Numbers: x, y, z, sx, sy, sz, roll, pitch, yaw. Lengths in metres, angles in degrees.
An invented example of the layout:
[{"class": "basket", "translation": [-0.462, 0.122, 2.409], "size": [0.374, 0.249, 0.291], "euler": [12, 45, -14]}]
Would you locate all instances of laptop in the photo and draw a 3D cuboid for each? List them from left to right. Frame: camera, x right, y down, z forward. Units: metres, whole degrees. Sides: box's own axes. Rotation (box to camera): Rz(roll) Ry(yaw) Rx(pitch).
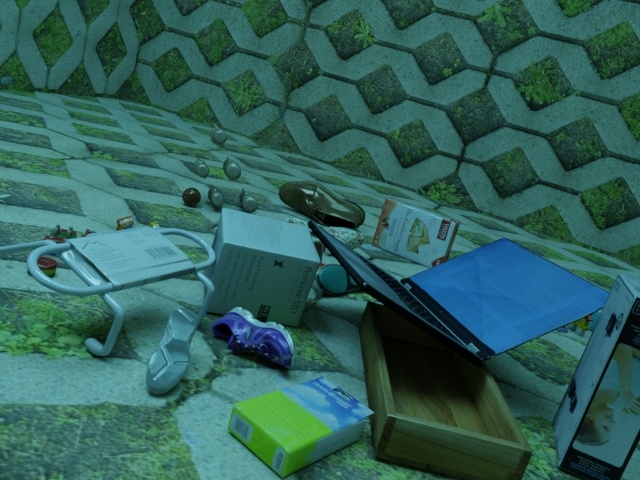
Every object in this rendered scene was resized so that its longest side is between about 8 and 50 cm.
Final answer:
[{"class": "laptop", "translation": [0.237, 0.034, 1.126], "size": [0.408, 0.236, 0.382], "euler": [34, 5, -21]}]

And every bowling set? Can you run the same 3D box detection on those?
[{"class": "bowling set", "translation": [-0.325, -0.186, 1.798], "size": [0.200, 0.287, 0.154], "euler": [-22, 17, -8]}]

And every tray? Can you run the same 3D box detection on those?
[{"class": "tray", "translation": [0.178, 0.231, 0.998], "size": [0.202, 0.076, 0.411], "euler": [15, 16, -3]}]

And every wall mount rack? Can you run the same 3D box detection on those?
[{"class": "wall mount rack", "translation": [-0.353, 0.042, 0.983], "size": [0.304, 0.130, 0.350], "euler": [37, 22, 21]}]

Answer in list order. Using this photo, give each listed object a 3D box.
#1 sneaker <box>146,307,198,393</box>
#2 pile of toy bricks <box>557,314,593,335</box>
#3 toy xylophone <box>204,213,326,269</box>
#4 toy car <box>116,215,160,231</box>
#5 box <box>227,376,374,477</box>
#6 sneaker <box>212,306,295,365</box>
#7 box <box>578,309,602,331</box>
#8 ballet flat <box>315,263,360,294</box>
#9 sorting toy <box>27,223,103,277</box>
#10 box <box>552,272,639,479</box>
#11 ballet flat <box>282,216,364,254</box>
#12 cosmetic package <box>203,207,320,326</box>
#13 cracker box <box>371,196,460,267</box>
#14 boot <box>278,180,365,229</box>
[{"class": "sneaker", "translation": [-0.214, 0.168, 0.874], "size": [0.053, 0.061, 0.152], "euler": [21, 34, -8]}, {"class": "pile of toy bricks", "translation": [0.628, 0.161, 1.629], "size": [0.118, 0.105, 0.212], "euler": [9, 16, -22]}, {"class": "toy xylophone", "translation": [-0.132, 0.014, 1.435], "size": [0.236, 0.081, 0.322], "euler": [26, 18, 34]}, {"class": "toy car", "translation": [-0.408, -0.031, 1.381], "size": [0.122, 0.060, 0.040], "euler": [-11, 62, -46]}, {"class": "box", "translation": [-0.022, 0.242, 0.810], "size": [0.109, 0.042, 0.178], "euler": [28, 19, 36]}, {"class": "sneaker", "translation": [-0.110, 0.168, 0.985], "size": [0.170, 0.068, 0.071], "euler": [16, 28, 37]}, {"class": "box", "translation": [0.751, 0.192, 1.726], "size": [0.100, 0.060, 0.244], "euler": [9, 17, -24]}, {"class": "ballet flat", "translation": [0.047, 0.091, 1.408], "size": [0.068, 0.072, 0.213], "euler": [-8, -6, 43]}, {"class": "sorting toy", "translation": [-0.474, 0.009, 1.183], "size": [0.132, 0.046, 0.274], "euler": [11, 15, -17]}, {"class": "box", "translation": [0.459, 0.211, 0.936], "size": [0.087, 0.290, 0.169], "euler": [21, 14, 14]}, {"class": "ballet flat", "translation": [0.000, 0.000, 1.663], "size": [0.241, 0.091, 0.077], "euler": [11, 46, -2]}, {"class": "cosmetic package", "translation": [-0.116, 0.051, 1.154], "size": [0.183, 0.151, 0.151], "euler": [12, 24, -16]}, {"class": "cracker box", "translation": [0.289, -0.022, 1.844], "size": [0.232, 0.156, 0.067], "euler": [21, 16, 22]}, {"class": "boot", "translation": [-0.007, -0.112, 1.986], "size": [0.305, 0.112, 0.115], "euler": [21, 26, 11]}]
